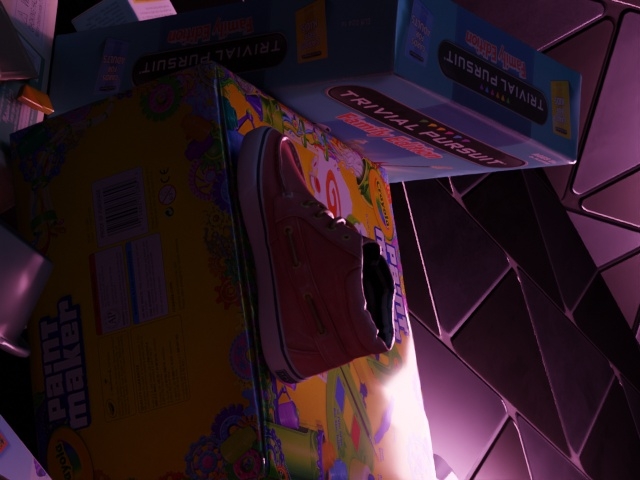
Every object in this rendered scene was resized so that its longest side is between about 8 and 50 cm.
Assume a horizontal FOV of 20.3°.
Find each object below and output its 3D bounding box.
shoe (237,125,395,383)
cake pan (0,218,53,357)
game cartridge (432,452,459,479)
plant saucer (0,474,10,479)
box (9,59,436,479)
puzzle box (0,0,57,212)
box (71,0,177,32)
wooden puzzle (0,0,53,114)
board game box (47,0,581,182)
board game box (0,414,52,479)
[{"bbox_3d":[0.000,0.000,1.156,0.063,0.081,0.178,32,46,-57],"label":"shoe"},{"bbox_3d":[-0.262,-0.044,0.980,0.293,0.054,0.293,37,-5,4],"label":"cake pan"},{"bbox_3d":[0.142,0.358,1.694,0.297,0.062,0.198,62,15,0],"label":"game cartridge"},{"bbox_3d":[-0.210,0.220,0.759,0.278,0.041,0.278,0,90,-30],"label":"plant saucer"},{"bbox_3d":[-0.063,0.067,1.297,0.279,0.177,0.290,28,50,-58],"label":"box"},{"bbox_3d":[-0.308,-0.233,1.359,0.272,0.052,0.409,49,23,-34],"label":"puzzle box"},{"bbox_3d":[-0.128,-0.111,1.636,0.244,0.060,0.100,61,19,0],"label":"box"},{"bbox_3d":[-0.238,-0.146,1.317,0.116,0.014,0.078,65,15,9],"label":"wooden puzzle"},{"bbox_3d":[-0.005,-0.110,1.405,0.254,0.336,0.079,19,72,-50],"label":"board game box"},{"bbox_3d":[-0.206,0.185,0.897,0.275,0.142,0.144,56,19,-18],"label":"board game box"}]
